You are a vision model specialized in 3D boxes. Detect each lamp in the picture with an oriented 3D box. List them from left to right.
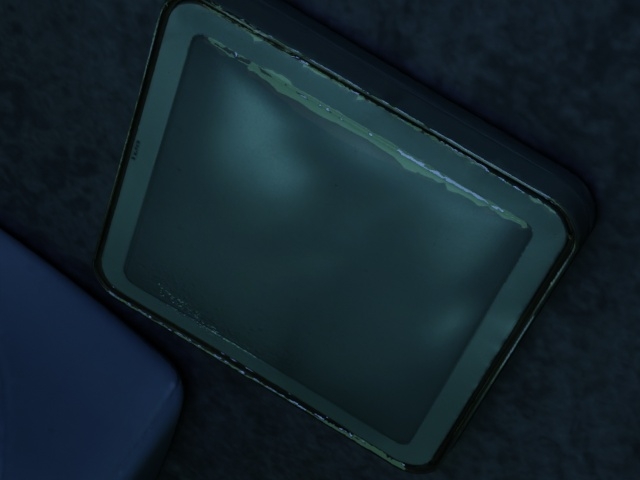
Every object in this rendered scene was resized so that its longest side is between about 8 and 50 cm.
[{"bbox_3d":[0.000,0.000,0.900,0.266,0.047,0.269,32,137,7],"label":"lamp"}]

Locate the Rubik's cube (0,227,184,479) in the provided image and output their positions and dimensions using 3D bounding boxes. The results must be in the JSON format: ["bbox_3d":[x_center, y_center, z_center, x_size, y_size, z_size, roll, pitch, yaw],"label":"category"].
[{"bbox_3d":[-0.339,0.189,1.064,0.352,0.347,0.351,32,136,7],"label":"Rubik's cube"}]
